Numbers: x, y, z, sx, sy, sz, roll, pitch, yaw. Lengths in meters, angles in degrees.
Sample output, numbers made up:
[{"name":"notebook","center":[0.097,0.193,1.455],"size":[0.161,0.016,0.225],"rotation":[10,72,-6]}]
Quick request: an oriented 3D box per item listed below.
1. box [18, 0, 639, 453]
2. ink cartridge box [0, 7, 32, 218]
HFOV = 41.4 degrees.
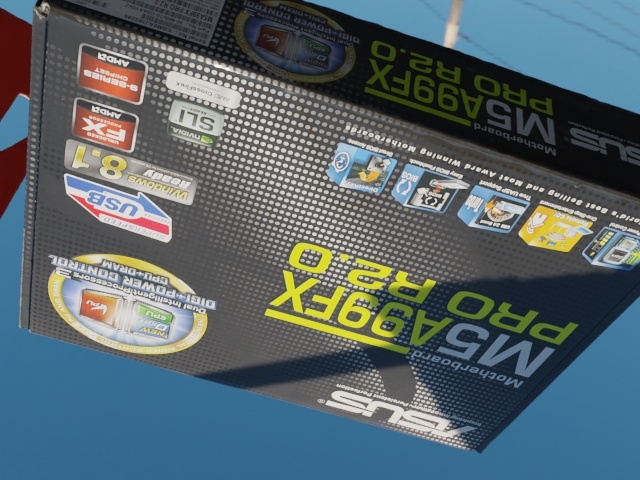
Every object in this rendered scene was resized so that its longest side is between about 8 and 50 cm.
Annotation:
[{"name":"box","center":[0.000,0.000,0.408],"size":[0.270,0.216,0.060],"rotation":[17,-132,-8]},{"name":"ink cartridge box","center":[-0.363,-0.163,0.794],"size":[0.239,0.060,0.275],"rotation":[27,-130,-15]}]
